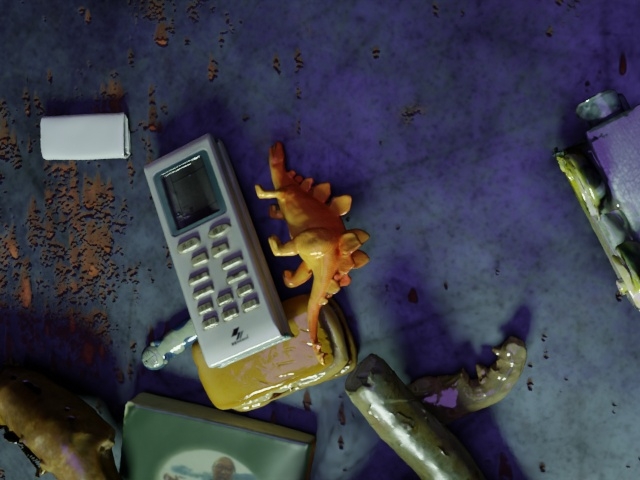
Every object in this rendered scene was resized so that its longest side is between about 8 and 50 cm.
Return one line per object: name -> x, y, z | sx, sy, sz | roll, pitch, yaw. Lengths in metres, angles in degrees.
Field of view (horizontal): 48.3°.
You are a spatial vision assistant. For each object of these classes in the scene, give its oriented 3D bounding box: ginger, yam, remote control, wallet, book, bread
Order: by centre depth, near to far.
yam -> 0.143, 0.266, 0.853 | 0.317, 0.067, 0.071 | 49, 147, -11
ginger -> 0.181, 0.180, 0.881 | 0.174, 0.051, 0.069 | -29, 95, 8
remote control -> -0.131, 0.010, 0.886 | 0.103, 0.055, 0.277 | -25, 74, 12
bread -> -0.059, 0.145, 0.914 | 0.201, 0.077, 0.115 | -23, 83, 12
ginger -> -0.383, 0.248, 0.957 | 0.310, 0.107, 0.133 | 20, 73, 17
wallet -> -0.317, -0.139, 0.959 | 0.122, 0.025, 0.061 | 0, 97, 12
book -> -0.162, 0.411, 0.976 | 0.261, 0.043, 0.370 | 12, 99, 8

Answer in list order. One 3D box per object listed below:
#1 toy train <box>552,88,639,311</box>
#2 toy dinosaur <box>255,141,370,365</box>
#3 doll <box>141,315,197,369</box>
toy train -> 0.346, -0.035, 0.758 | 0.134, 0.177, 0.260 | -27, 89, 13
toy dinosaur -> 0.000, 0.000, 0.869 | 0.117, 0.070, 0.288 | -20, 71, 3
doll -> -0.191, 0.133, 0.959 | 0.125, 0.027, 0.037 | -37, 80, 13
